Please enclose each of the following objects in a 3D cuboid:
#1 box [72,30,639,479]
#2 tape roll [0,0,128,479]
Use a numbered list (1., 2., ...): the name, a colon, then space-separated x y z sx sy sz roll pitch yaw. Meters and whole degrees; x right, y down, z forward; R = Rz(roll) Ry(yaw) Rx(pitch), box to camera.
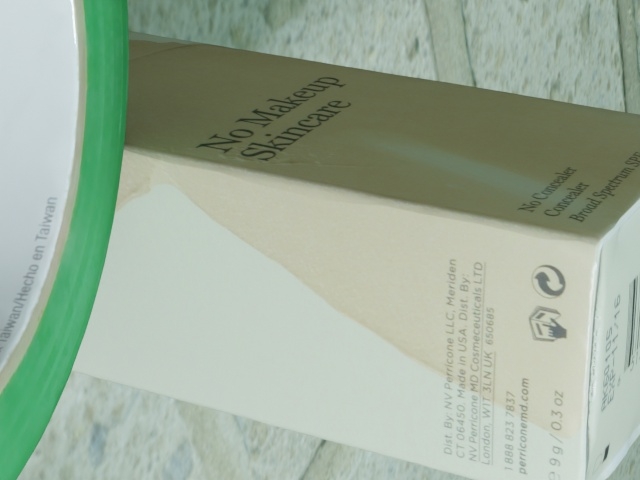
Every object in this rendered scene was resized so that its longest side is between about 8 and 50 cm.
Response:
1. box: 0.000 0.000 0.793 0.148 0.311 0.121 -39 135 -54
2. tape roll: -0.162 -0.045 0.597 0.321 0.077 0.321 6 90 -72
